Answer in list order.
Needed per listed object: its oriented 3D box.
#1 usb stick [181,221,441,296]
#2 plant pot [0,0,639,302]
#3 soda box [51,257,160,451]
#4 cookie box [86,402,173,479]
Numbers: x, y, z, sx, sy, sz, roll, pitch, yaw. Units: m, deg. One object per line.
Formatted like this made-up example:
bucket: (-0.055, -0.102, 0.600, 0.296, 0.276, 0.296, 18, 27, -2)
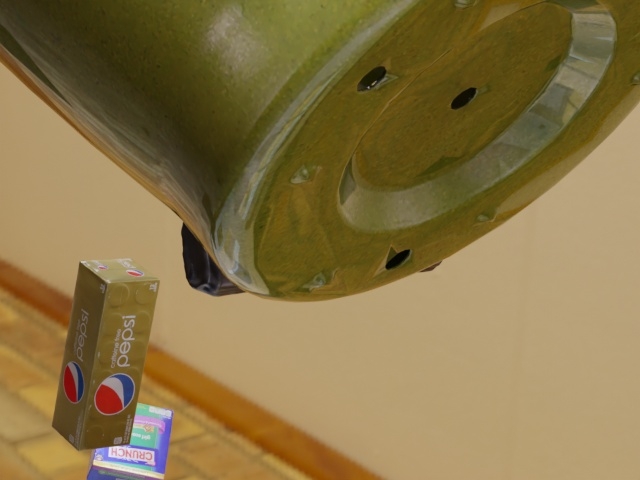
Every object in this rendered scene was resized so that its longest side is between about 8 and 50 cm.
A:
usb stick: (0.000, 0.000, 1.372, 0.045, 0.278, 0.077, -17, -99, 50)
plant pot: (-0.029, -0.175, 0.695, 0.353, 0.366, 0.366, 56, -37, 24)
soda box: (-0.211, 0.111, 1.547, 0.058, 0.061, 0.181, 30, -65, 46)
cookie box: (-0.236, 0.255, 1.972, 0.040, 0.091, 0.107, 114, -15, -45)
